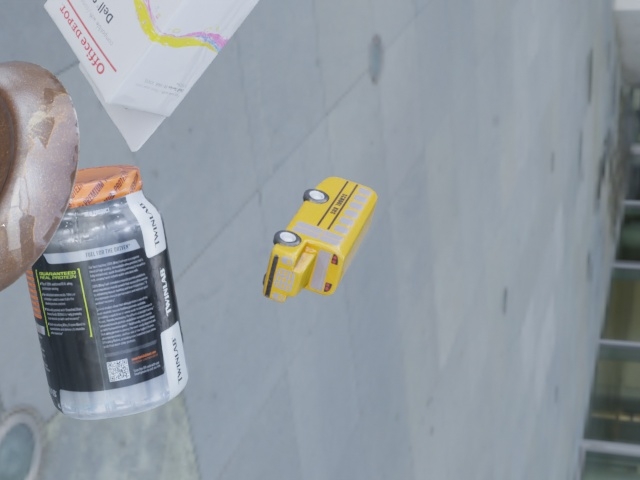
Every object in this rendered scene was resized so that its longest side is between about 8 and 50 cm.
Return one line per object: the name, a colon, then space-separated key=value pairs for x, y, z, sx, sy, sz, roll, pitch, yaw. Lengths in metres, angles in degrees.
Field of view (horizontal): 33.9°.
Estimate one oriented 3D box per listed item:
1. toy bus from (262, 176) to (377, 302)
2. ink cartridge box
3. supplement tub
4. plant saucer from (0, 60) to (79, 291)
toy bus: x=0.000 y=0.000 z=1.955 sx=0.332 sy=0.130 sz=0.108 roll=-59 pitch=167 yaw=-58
ink cartridge box: x=-0.228 y=-0.310 z=1.378 sx=0.353 sy=0.207 sz=0.119 roll=-48 pitch=151 yaw=23
supplement tub: x=-0.316 y=0.070 z=1.525 sx=0.207 sy=0.207 sz=0.338 roll=-38 pitch=124 yaw=-65
plant saucer: x=-0.270 y=-0.052 z=0.808 sx=0.036 sy=0.199 sz=0.198 roll=25 pitch=68 yaw=-56
